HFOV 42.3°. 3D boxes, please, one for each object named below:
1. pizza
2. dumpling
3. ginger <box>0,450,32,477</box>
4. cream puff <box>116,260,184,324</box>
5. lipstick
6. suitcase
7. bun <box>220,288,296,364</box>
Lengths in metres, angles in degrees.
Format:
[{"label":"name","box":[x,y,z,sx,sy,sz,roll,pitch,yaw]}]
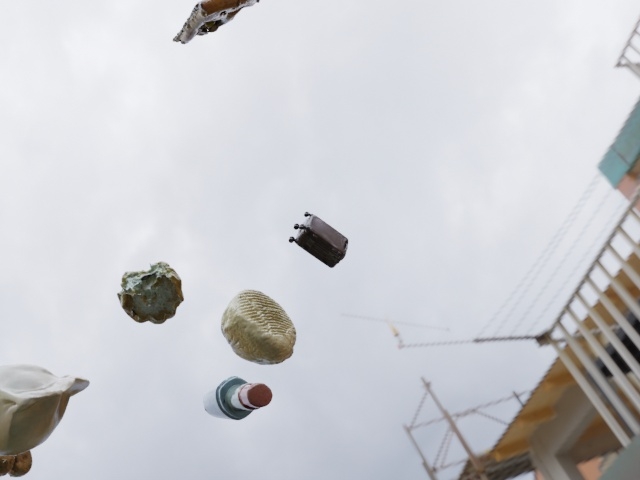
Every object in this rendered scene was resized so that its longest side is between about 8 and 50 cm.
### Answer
[{"label":"pizza","box":[-0.192,-0.378,1.417,0.176,0.036,0.184,-30,6,21]},{"label":"dumpling","box":[-0.416,0.227,1.165,0.229,0.124,0.151,-20,6,34]},{"label":"ginger","box":[-0.716,0.478,1.819,0.104,0.080,0.204,-9,-19,30]},{"label":"cream puff","box":[-0.393,0.121,1.927,0.156,0.156,0.121,-28,-59,-1]},{"label":"lipstick","box":[-0.127,0.244,1.285,0.061,0.068,0.274,-34,0,-23]},{"label":"suitcase","box":[0.000,0.000,1.845,0.126,0.086,0.059,35,-61,-10]},{"label":"bun","box":[-0.164,0.237,2.149,0.220,0.220,0.134,22,-60,-44]}]
